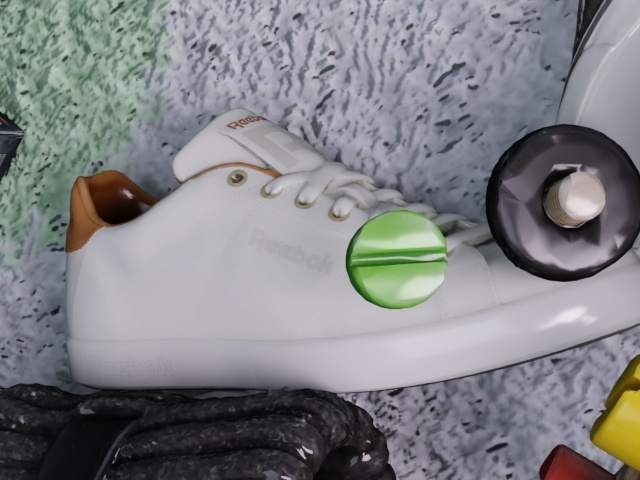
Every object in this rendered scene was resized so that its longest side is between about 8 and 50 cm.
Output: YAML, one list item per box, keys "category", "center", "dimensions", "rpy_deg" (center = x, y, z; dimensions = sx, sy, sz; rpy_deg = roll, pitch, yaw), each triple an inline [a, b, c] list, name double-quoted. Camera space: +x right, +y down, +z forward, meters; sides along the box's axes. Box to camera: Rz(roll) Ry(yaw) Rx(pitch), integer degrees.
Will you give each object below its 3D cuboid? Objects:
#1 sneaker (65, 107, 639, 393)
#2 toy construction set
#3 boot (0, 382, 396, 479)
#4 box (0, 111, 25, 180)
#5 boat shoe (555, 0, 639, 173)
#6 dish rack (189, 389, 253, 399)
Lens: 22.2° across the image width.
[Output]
- category: "sneaker"
  center: [0.000, 0.000, 0.710]
  dimensions: [0.290, 0.106, 0.123]
  rpy_deg: [-4, 95, 29]
- category: "toy construction set"
  center: [0.198, 0.059, 0.508]
  dimensions: [0.257, 0.237, 0.309]
  rpy_deg: [-32, 88, -5]
- category: "boot"
  center: [-0.105, 0.222, 0.693]
  dimensions: [0.260, 0.131, 0.348]
  rpy_deg: [6, 96, 28]
- category: "box"
  center: [-0.278, -0.017, 0.884]
  dimensions: [0.175, 0.051, 0.220]
  rpy_deg: [38, 110, 20]
- category: "boat shoe"
  center: [0.147, -0.117, 0.650]
  dimensions: [0.219, 0.077, 0.070]
  rpy_deg: [-66, 33, 20]
- category: "dish rack"
  center: [-0.003, 0.259, 0.754]
  dimensions: [0.333, 0.072, 0.285]
  rpy_deg: [46, 113, 17]
